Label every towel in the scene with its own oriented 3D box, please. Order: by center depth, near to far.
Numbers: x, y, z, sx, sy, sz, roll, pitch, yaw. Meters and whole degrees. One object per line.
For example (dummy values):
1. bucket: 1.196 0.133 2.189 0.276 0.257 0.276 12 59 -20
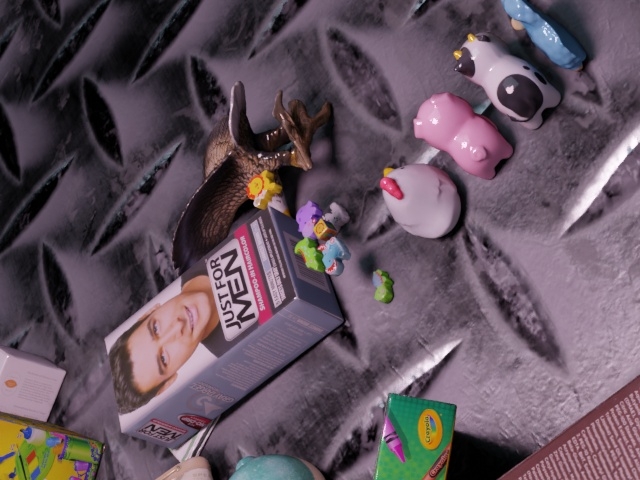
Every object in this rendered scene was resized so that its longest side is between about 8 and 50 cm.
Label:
1. towel: -0.219 0.280 2.003 0.152 0.023 0.113 34 96 50

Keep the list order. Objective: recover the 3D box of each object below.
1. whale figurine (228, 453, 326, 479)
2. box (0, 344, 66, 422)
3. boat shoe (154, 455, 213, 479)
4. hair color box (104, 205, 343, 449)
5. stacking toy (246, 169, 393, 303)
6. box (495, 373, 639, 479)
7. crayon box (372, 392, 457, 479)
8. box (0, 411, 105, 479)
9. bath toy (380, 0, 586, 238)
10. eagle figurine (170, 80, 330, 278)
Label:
1. whale figurine: -0.109 0.400 1.741 0.272 0.141 0.216 -29 54 35
2. box: -0.564 0.288 2.270 0.091 0.130 0.171 19 86 49
3. boat shoe: -0.278 0.437 1.933 0.302 0.109 0.098 -36 44 22
4. hair color box: -0.156 0.137 1.909 0.374 0.113 0.185 -39 47 23
5. stacking toy: 0.000 0.000 1.786 0.052 0.167 0.221 -50 45 18
6. box: 0.329 0.264 1.290 0.381 0.191 0.143 -46 45 30
7. crayon box: 0.107 0.284 1.483 0.081 0.278 0.165 10 76 7
8. box: -0.557 0.435 2.087 0.177 0.279 0.290 8 78 47
9. bath toy: 0.194 -0.164 1.688 0.348 0.129 0.151 -54 43 15
10. eagle figurine: -0.127 -0.090 1.948 0.298 0.226 0.225 -30 74 28
